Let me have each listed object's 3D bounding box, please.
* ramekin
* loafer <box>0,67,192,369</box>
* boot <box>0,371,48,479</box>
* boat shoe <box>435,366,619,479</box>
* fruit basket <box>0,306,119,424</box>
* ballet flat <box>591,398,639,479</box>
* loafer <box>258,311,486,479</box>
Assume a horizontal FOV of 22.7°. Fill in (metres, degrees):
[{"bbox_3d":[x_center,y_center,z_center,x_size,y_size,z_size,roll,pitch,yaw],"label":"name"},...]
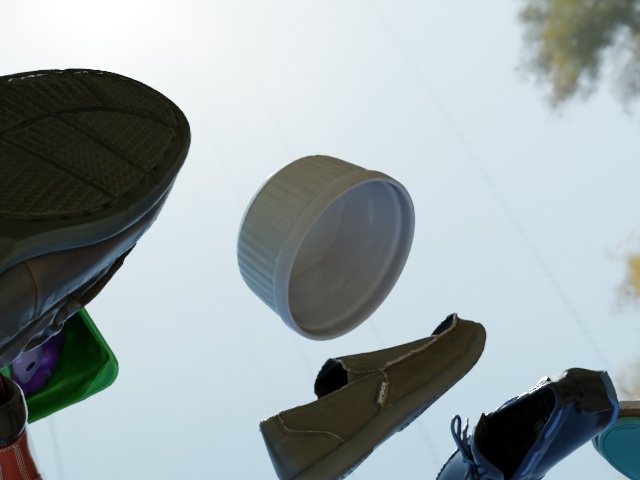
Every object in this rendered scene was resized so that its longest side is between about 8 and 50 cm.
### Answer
[{"bbox_3d":[0.000,0.000,1.819,0.109,0.207,0.207,32,-154,36],"label":"ramekin"},{"bbox_3d":[-0.144,0.015,0.587,0.096,0.084,0.267,30,-144,13],"label":"loafer"},{"bbox_3d":[-0.290,0.181,1.418,0.088,0.176,0.244,-19,-170,-18],"label":"boot"},{"bbox_3d":[0.178,0.193,1.565,0.089,0.258,0.109,3,-131,-36],"label":"boat shoe"},{"bbox_3d":[-0.407,0.076,1.656,0.392,0.283,0.392,-25,-90,-85],"label":"fruit basket"},{"bbox_3d":[0.480,0.234,1.719,0.400,0.139,0.139,19,-151,-2],"label":"ballet flat"},{"bbox_3d":[0.046,0.123,1.353,0.251,0.094,0.087,-34,-100,-38],"label":"loafer"}]
